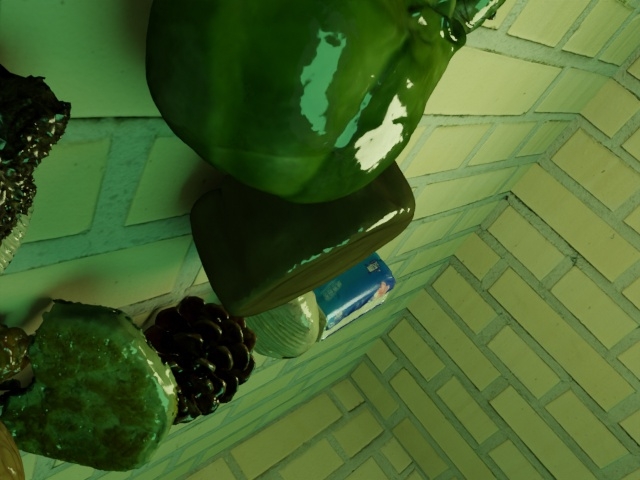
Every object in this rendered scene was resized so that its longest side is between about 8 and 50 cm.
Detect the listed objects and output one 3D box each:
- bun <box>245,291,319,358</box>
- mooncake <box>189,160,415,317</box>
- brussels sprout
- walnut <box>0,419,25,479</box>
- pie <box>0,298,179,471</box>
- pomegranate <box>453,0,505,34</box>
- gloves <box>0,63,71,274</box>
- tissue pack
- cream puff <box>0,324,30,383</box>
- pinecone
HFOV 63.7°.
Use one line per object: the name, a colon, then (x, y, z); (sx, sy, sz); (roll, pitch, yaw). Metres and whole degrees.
bun: (-0.108, 0.171, 1.225); (0.239, 0.239, 0.141); (-59, 178, 38)
mooncake: (-0.031, -0.034, 0.880); (0.378, 0.201, 0.378); (-29, 171, -5)
brussels sprout: (-0.014, -0.207, 0.590); (0.371, 0.276, 0.315); (-28, 143, -46)
walnut: (-0.546, 0.333, 0.656); (0.332, 0.333, 0.333); (-34, 158, -16)
pie: (-0.388, 0.264, 0.863); (0.371, 0.296, 0.078); (-50, -171, 23)
pomegranate: (0.202, -0.393, 0.770); (0.191, 0.131, 0.152); (3, 136, -50)
gloves: (-0.338, -0.066, 0.467); (0.210, 0.135, 0.312); (-45, 165, -33)
tissue pack: (0.044, 0.114, 1.365); (0.269, 0.209, 0.137); (-23, 155, -38)
cream puff: (-0.488, 0.172, 0.748); (0.122, 0.094, 0.116); (-30, 159, -36)
pinecone: (-0.262, 0.245, 1.044); (0.244, 0.244, 0.309); (-44, 180, 8)
